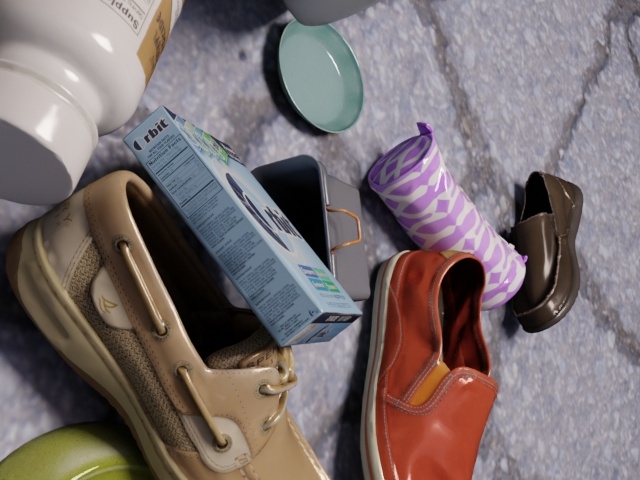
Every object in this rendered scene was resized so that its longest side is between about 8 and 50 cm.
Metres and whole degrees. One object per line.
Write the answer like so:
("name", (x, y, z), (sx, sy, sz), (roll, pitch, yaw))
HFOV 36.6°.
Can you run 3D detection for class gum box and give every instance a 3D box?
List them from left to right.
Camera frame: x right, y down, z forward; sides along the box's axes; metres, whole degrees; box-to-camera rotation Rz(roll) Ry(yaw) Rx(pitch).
("gum box", (-0.052, -0.005, 0.723), (0.184, 0.041, 0.157), (52, 7, 11))

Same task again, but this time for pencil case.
("pencil case", (0.136, -0.017, 0.999), (0.088, 0.086, 0.206), (-45, 117, -7))

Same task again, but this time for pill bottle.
("pill bottle", (-0.176, -0.144, 0.671), (0.131, 0.131, 0.229), (39, 53, -33))

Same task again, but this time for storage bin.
("storage bin", (0.000, 0.000, 0.853), (0.091, 0.098, 0.135), (10, 71, -56))

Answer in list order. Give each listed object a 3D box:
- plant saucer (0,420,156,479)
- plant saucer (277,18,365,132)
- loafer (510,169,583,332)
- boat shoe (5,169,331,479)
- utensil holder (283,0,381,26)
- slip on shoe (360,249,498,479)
("plant saucer", (-0.142, 0.243, 0.659), (0.241, 0.037, 0.240), (17, 66, -43))
("plant saucer", (-0.004, -0.159, 0.944), (0.119, 0.021, 0.119), (18, 65, -43))
("loafer", (0.252, 0.008, 1.136), (0.078, 0.080, 0.220), (34, 49, -24))
("boat shoe", (-0.074, 0.104, 0.693), (0.341, 0.110, 0.121), (52, 20, -21))
("utensil holder", (0.001, -0.434, 0.812), (0.385, 0.328, 0.327), (51, 47, -21))
("slip on shoe", (0.108, 0.151, 0.886), (0.123, 0.101, 0.331), (33, 50, -41))
